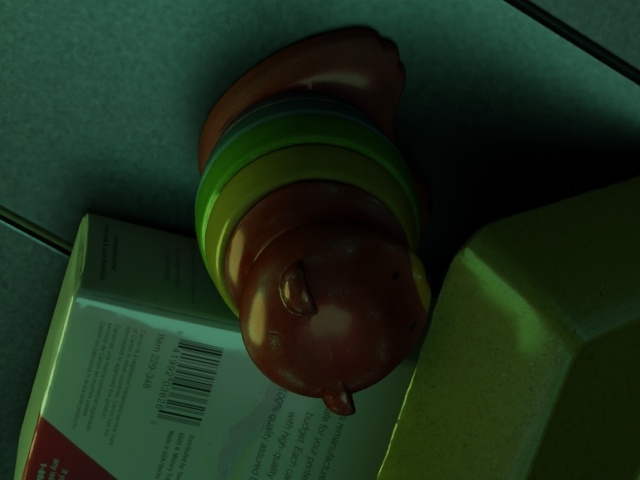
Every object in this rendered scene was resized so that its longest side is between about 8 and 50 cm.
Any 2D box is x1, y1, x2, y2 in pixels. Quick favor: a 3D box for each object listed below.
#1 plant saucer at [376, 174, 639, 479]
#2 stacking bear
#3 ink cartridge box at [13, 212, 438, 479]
[{"bbox_3d":[0.168,0.126,1.309,0.081,0.333,0.333,32,118,29],"label":"plant saucer"},{"bbox_3d":[0.000,0.000,1.237,0.164,0.289,0.175,-12,117,2],"label":"stacking bear"},{"bbox_3d":[-0.057,0.132,1.387,0.306,0.131,0.226,14,116,-12],"label":"ink cartridge box"}]
